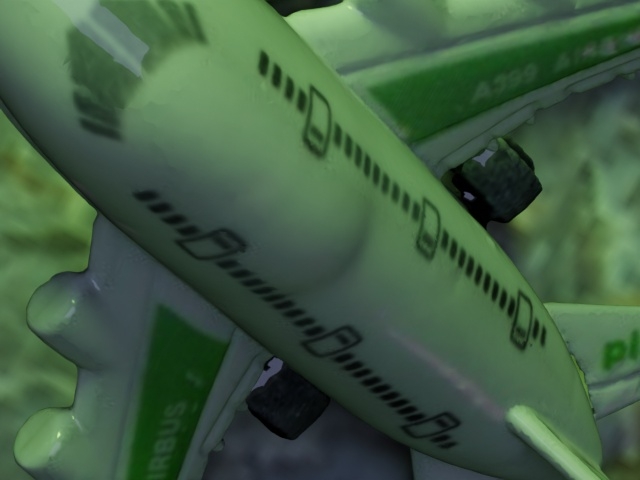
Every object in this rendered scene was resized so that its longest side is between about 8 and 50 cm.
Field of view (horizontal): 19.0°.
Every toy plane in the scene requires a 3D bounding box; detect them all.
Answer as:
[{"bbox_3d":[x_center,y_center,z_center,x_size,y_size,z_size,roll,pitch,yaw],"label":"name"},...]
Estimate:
[{"bbox_3d":[-0.002,-0.002,0.439,0.251,0.101,0.255,-47,127,2],"label":"toy plane"}]
